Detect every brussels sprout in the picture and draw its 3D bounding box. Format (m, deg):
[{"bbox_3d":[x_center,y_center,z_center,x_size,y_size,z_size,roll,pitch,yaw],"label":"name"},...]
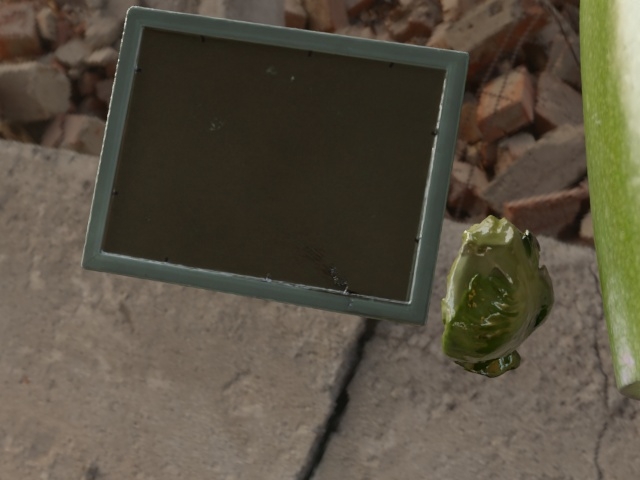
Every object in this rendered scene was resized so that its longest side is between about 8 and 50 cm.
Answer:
[{"bbox_3d":[0.170,0.056,0.965,0.100,0.181,0.139,31,60,19],"label":"brussels sprout"}]

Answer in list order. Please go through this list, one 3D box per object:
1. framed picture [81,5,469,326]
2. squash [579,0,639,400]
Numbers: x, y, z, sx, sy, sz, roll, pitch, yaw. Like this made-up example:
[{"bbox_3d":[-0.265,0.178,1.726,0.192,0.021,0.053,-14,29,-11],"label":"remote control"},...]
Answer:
[{"bbox_3d":[-0.039,-0.065,0.824,0.296,0.019,0.232,10,87,6],"label":"framed picture"},{"bbox_3d":[0.336,-0.075,0.761,0.263,0.263,0.384,-9,72,24],"label":"squash"}]
